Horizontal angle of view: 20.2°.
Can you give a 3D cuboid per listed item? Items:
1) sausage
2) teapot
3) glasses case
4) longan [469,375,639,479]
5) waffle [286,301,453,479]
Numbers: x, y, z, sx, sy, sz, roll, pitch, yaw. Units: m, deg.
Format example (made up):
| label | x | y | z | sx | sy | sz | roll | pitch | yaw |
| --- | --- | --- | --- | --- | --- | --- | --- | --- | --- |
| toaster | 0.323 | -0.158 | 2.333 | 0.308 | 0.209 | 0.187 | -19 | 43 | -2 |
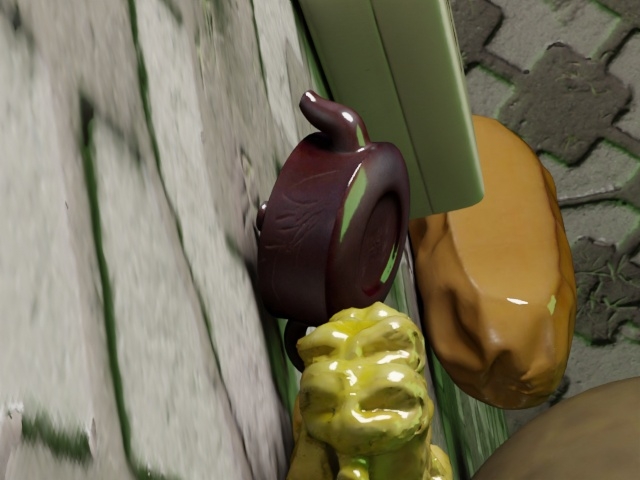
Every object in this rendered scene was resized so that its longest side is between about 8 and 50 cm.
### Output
| label | x | y | z | sx | sy | sz | roll | pitch | yaw |
| --- | --- | --- | --- | --- | --- | --- | --- | --- | --- |
| sausage | 0.129 | 0.011 | 1.363 | 0.136 | 0.120 | 0.241 | 96 | -10 | -55 |
| teapot | 0.000 | 0.000 | 0.596 | 0.068 | 0.045 | 0.100 | -33 | 133 | -58 |
| glasses case | 0.035 | -0.129 | 0.991 | 0.313 | 0.070 | 0.131 | 67 | 14 | -64 |
| longan | 0.159 | 0.185 | 0.807 | 0.258 | 0.258 | 0.258 | -11 | 90 | -84 |
| waffle | 0.019 | 0.116 | 0.540 | 0.149 | 0.051 | 0.194 | 29 | 56 | -79 |
